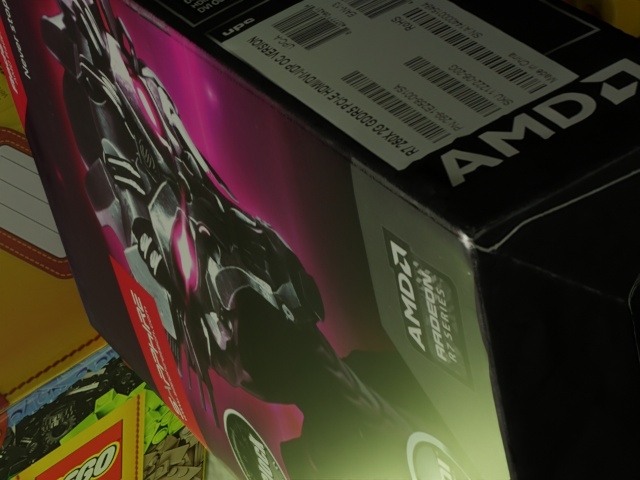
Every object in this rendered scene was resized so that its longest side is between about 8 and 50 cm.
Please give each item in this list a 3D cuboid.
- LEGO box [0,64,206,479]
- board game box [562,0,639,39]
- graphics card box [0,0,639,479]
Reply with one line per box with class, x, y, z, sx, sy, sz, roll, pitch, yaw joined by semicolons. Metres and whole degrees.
LEGO box;-0.291;0.026;1.064;0.500;0.193;0.372;41;147;26
board game box;0.227;0.089;0.493;0.390;0.050;0.390;9;124;54
graphics card box;0.000;0.000;0.636;0.371;0.094;0.233;38;148;49
